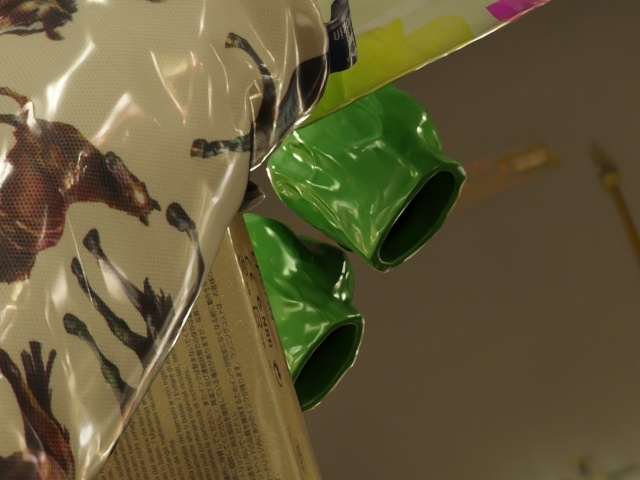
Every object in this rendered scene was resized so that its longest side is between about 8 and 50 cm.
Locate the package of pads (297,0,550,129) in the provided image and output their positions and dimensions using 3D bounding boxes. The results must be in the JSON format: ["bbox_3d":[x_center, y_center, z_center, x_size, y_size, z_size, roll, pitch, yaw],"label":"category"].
[{"bbox_3d":[0.089,-0.217,1.265,0.101,0.229,0.296,46,-39,-18],"label":"package of pads"}]

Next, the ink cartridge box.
[{"bbox_3d":[-0.113,0.109,1.171,0.193,0.234,0.088,-17,-5,8],"label":"ink cartridge box"}]

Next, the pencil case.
[{"bbox_3d":[-0.130,0.019,0.872,0.160,0.410,0.183,-7,-46,41],"label":"pencil case"}]

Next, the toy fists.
[{"bbox_3d":[0.000,0.000,1.518,0.096,0.142,0.279,2,-54,-54],"label":"toy fists"}]
